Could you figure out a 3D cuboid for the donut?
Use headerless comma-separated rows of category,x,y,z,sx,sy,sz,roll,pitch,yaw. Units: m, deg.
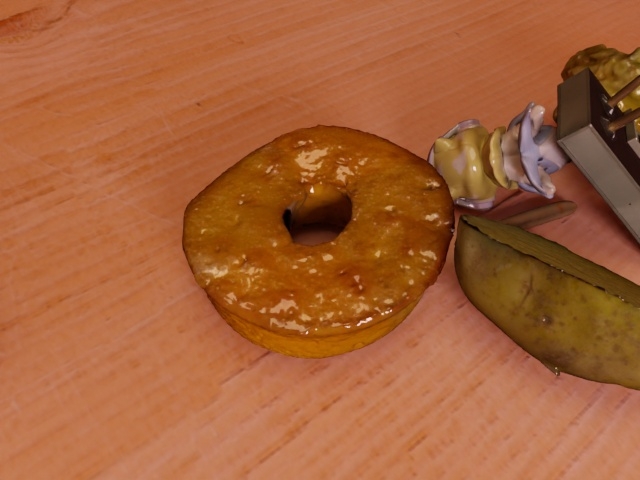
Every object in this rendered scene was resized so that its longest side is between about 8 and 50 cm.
donut,0.000,0.000,0.651,0.302,0.110,0.303,0,49,0

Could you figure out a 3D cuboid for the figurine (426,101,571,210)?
figurine,0.229,-0.103,0.724,0.183,0.208,0.129,-12,93,4

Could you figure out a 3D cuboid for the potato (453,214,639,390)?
potato,0.252,0.074,0.595,0.271,0.111,0.160,27,15,20

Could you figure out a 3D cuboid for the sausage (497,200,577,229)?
sausage,0.279,-0.030,0.750,0.132,0.024,0.024,-17,51,-17

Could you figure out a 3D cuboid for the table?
table,0.391,-0.095,0.673,0.240,0.111,0.122,41,46,-21

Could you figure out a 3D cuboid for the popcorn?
popcorn,0.420,-0.187,0.812,0.197,0.156,0.198,24,23,-11
